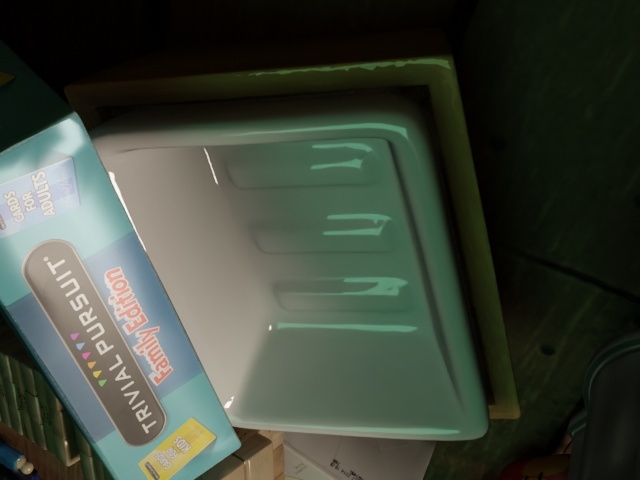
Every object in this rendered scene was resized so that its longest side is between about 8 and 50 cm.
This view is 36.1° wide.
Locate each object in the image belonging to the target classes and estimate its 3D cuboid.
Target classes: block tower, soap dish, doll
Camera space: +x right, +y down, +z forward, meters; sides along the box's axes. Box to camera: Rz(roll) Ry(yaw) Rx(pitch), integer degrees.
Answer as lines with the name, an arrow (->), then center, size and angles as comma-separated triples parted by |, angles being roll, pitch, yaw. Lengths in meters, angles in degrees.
block tower -> -0.171, 0.143, 0.826 | 0.336, 0.091, 0.097 | 22, 125, 35
soap dish -> 0.000, 0.000, 0.632 | 0.229, 0.118, 0.290 | -1, 132, 20
doll -> -0.385, 0.288, 1.216 | 0.129, 0.046, 0.189 | -15, 124, 38

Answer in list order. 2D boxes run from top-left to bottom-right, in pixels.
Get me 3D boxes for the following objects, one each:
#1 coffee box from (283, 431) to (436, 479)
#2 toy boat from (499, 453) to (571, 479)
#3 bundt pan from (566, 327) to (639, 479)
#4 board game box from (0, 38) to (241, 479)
coffee box -> -0.028, 0.219, 0.903 | 0.141, 0.098, 0.246 | 37, 138, -8
toy boat -> 0.244, 0.313, 0.768 | 0.148, 0.268, 0.318 | -19, 93, 58
bundt pan -> 0.259, 0.169, 0.443 | 0.331, 0.124, 0.330 | 19, 139, 18
board game box -> -0.198, -0.020, 0.633 | 0.336, 0.079, 0.253 | 40, 156, 47
